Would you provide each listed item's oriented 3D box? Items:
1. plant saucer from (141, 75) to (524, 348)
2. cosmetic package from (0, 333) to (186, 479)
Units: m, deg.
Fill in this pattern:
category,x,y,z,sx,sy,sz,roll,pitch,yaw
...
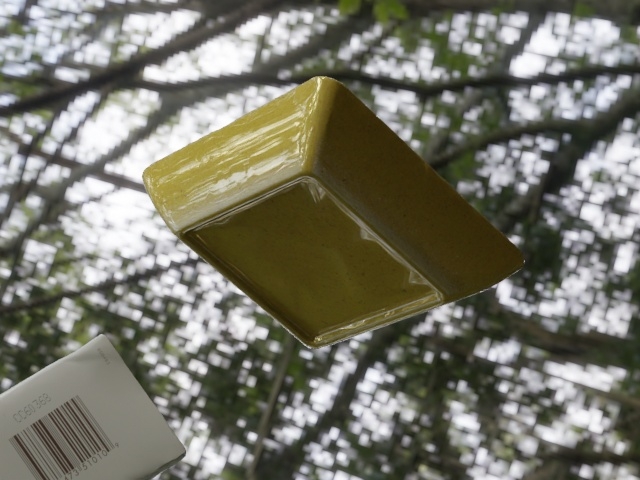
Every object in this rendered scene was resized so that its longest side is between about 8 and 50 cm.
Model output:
category,x,y,z,sx,sy,sz,roll,pitch,yaw
plant saucer,0.000,0.000,1.810,0.333,0.333,0.081,41,-132,-25
cosmetic package,-0.321,0.260,1.675,0.217,0.385,0.156,-33,-95,-32
